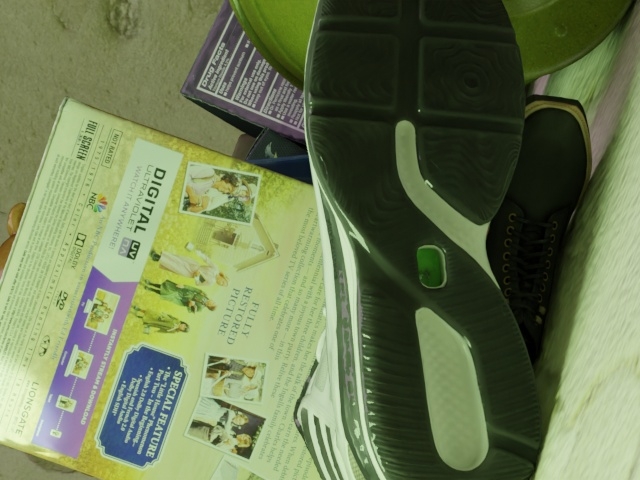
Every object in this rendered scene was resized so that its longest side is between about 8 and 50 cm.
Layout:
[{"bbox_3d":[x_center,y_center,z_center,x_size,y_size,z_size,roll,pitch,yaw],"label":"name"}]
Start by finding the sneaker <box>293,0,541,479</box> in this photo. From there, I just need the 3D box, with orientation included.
[{"bbox_3d":[0.034,0.006,1.346,0.257,0.169,0.447,136,134,-64],"label":"sneaker"}]

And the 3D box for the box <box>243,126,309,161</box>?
[{"bbox_3d":[0.031,-0.032,2.037,0.059,0.233,0.183,-59,-9,-4],"label":"box"}]

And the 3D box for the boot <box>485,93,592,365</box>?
[{"bbox_3d":[0.158,0.005,1.335,0.137,0.077,0.198,-82,-1,-49],"label":"boot"}]

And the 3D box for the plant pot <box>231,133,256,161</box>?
[{"bbox_3d":[0.000,0.000,2.281,0.323,0.280,0.323,-162,90,-88],"label":"plant pot"}]

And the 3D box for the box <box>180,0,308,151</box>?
[{"bbox_3d":[0.047,-0.231,2.094,0.183,0.294,0.296,28,-92,-57],"label":"box"}]

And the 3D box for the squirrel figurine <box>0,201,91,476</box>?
[{"bbox_3d":[-0.183,0.070,2.015,0.397,0.370,0.281,-44,37,8],"label":"squirrel figurine"}]

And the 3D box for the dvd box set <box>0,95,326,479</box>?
[{"bbox_3d":[-0.073,0.086,1.570,0.062,0.420,0.307,-61,-11,-87],"label":"dvd box set"}]

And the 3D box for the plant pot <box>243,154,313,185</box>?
[{"bbox_3d":[0.033,0.022,1.776,0.236,0.236,0.212,148,117,-85],"label":"plant pot"}]

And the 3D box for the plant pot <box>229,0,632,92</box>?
[{"bbox_3d":[0.116,-0.268,1.570,0.353,0.366,0.366,-140,69,-74],"label":"plant pot"}]
